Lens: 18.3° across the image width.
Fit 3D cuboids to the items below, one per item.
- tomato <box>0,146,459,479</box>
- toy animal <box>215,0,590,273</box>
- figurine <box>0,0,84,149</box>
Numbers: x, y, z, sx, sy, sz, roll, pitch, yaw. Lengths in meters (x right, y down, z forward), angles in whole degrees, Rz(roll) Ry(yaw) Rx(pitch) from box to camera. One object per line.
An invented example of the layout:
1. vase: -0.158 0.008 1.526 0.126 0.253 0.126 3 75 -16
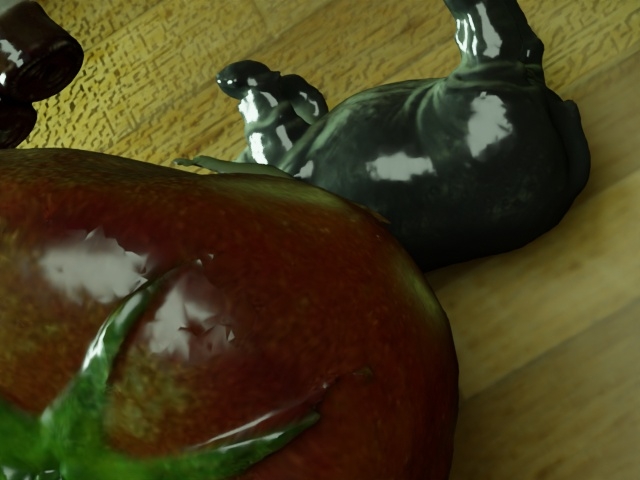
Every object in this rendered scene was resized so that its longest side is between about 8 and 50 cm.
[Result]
1. tomato: -0.075 0.080 0.954 0.303 0.239 0.304 7 111 19
2. toy animal: -0.012 -0.011 1.105 0.343 0.106 0.168 -35 76 18
3. figurine: -0.292 -0.210 1.222 0.281 0.167 0.370 -47 72 23
